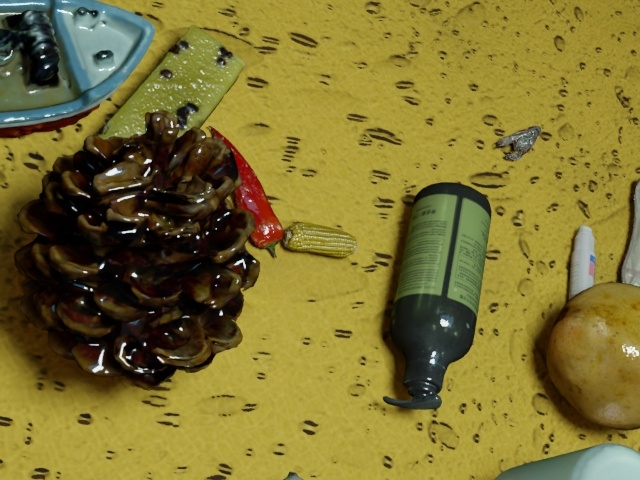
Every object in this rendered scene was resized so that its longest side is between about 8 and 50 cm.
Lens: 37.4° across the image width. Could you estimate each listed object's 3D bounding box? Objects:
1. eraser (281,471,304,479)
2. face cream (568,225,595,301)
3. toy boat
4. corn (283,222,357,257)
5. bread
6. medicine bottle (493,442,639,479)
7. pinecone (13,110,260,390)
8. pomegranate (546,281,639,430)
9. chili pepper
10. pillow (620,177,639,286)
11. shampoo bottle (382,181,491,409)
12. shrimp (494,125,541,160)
[{"bbox_3d":[-0.072,0.351,0.895,0.227,0.081,0.174,-25,79,-34],"label":"eraser"},{"bbox_3d":[0.364,0.037,1.313,0.034,0.034,0.130,23,58,-19],"label":"face cream"},{"bbox_3d":[-0.325,-0.189,0.961,0.332,0.133,0.145,-14,75,-34],"label":"toy boat"},{"bbox_3d":[0.000,0.000,1.121,0.092,0.037,0.037,12,63,-25],"label":"corn"},{"bbox_3d":[-0.175,-0.149,1.080,0.088,0.049,0.226,37,56,-11],"label":"bread"},{"bbox_3d":[0.254,0.304,1.012,0.139,0.225,0.139,12,64,-25],"label":"medicine bottle"},{"bbox_3d":[-0.170,0.013,0.886,0.244,0.257,0.243,7,61,-13],"label":"pinecone"},{"bbox_3d":[0.385,0.148,1.188,0.196,0.196,0.196,12,63,-25],"label":"pomegranate"},{"bbox_3d":[-0.086,-0.062,1.104,0.045,0.027,0.178,-18,77,-34],"label":"chili pepper"},{"bbox_3d":[0.506,0.011,1.403,0.131,0.038,0.232,27,57,-13],"label":"pillow"},{"bbox_3d":[0.140,0.069,1.129,0.101,0.101,0.283,24,58,-18],"label":"shampoo bottle"},{"bbox_3d":[0.286,-0.137,1.353,0.092,0.029,0.038,-23,89,-29],"label":"shrimp"}]
